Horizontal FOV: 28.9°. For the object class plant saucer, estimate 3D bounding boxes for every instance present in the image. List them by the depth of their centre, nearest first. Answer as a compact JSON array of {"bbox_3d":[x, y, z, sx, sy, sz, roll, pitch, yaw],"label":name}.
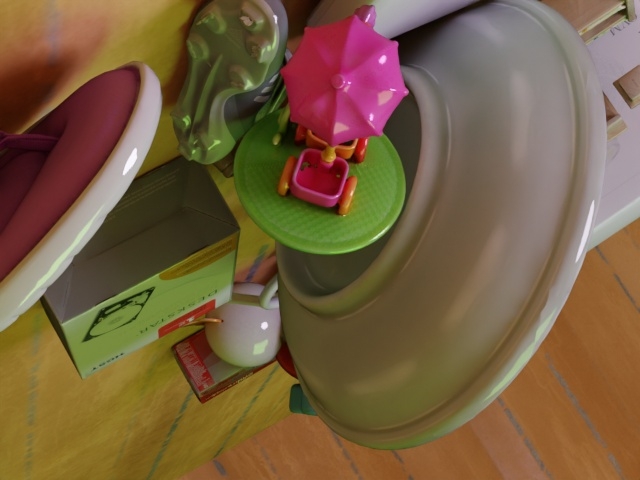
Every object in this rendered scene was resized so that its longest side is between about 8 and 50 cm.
[{"bbox_3d":[0.060,-0.032,1.035,0.100,0.401,0.400,21,135,-30],"label":"plant saucer"}]

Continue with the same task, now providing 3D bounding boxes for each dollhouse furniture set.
[{"bbox_3d":[0.322,-0.210,1.288,0.182,0.161,0.101,-33,168,11],"label":"dollhouse furniture set"}]

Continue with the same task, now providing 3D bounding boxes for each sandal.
[{"bbox_3d":[-0.277,0.012,0.820,0.416,0.169,0.102,-36,127,18],"label":"sandal"}]

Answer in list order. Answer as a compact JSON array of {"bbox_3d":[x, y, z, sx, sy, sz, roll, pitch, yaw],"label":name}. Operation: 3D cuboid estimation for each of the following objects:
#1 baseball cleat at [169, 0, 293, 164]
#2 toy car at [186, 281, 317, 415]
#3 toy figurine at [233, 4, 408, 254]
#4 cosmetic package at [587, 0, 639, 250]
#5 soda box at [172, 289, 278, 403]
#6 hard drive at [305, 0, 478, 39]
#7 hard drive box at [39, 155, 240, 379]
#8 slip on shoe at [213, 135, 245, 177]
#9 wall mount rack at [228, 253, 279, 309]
[{"bbox_3d":[-0.055,-0.137,0.923,0.109,0.072,0.206,-43,177,-32],"label":"baseball cleat"},{"bbox_3d":[-0.071,0.117,1.661,0.237,0.219,0.210,7,172,-9],"label":"toy car"},{"bbox_3d":[0.018,-0.101,0.867,0.159,0.130,0.173,109,-1,-60],"label":"toy figurine"},{"bbox_3d":[0.318,-0.137,1.414,0.224,0.225,0.138,-36,167,16],"label":"cosmetic package"},{"bbox_3d":[-0.084,0.135,1.827,0.263,0.083,0.092,-29,167,-10],"label":"soda box"},{"bbox_3d":[0.149,-0.252,0.865,0.233,0.047,0.353,-26,174,-26],"label":"hard drive"},{"bbox_3d":[-0.177,0.030,1.186,0.181,0.089,0.232,-28,168,-13],"label":"hard drive box"},{"bbox_3d":[-0.057,-0.082,1.149,0.051,0.041,0.135,-38,166,25],"label":"slip on shoe"},{"bbox_3d":[0.000,0.000,1.437,0.350,0.130,0.304,-17,157,-50],"label":"wall mount rack"}]
